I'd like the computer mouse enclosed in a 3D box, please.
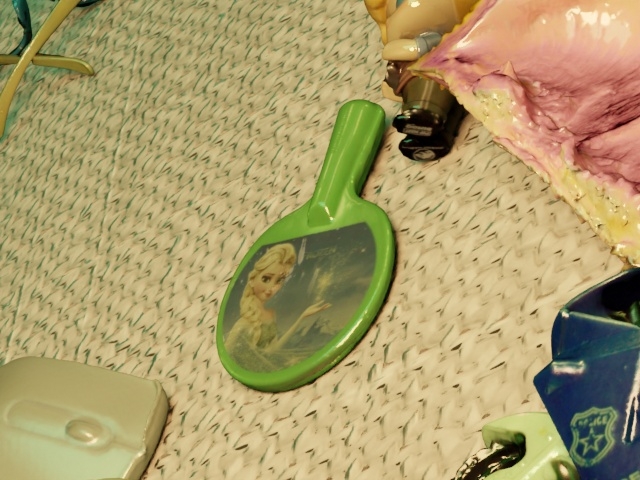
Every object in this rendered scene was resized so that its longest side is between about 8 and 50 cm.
[{"bbox_3d":[-0.219,0.152,1.405,0.231,0.079,0.128,-5,52,42],"label":"computer mouse"}]

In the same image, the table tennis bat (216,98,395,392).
[{"bbox_3d":[0.000,0.000,1.358,0.160,0.039,0.257,-10,49,40],"label":"table tennis bat"}]

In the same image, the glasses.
[{"bbox_3d":[-0.301,-0.204,1.908,0.239,0.102,0.207,-26,65,27],"label":"glasses"}]

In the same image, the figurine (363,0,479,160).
[{"bbox_3d":[0.078,-0.154,1.386,0.108,0.114,0.196,-1,61,19],"label":"figurine"}]

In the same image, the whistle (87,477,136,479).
[{"bbox_3d":[-0.181,0.218,1.266,0.244,0.110,0.092,-16,77,36],"label":"whistle"}]

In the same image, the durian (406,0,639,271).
[{"bbox_3d":[0.209,-0.079,1.147,0.191,0.112,0.341,-38,40,-4],"label":"durian"}]

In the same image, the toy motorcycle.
[{"bbox_3d":[0.208,0.105,0.895,0.331,0.125,0.196,-3,53,41],"label":"toy motorcycle"}]
